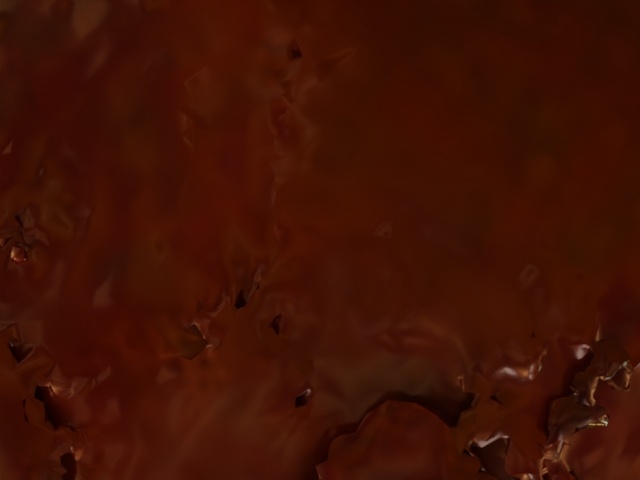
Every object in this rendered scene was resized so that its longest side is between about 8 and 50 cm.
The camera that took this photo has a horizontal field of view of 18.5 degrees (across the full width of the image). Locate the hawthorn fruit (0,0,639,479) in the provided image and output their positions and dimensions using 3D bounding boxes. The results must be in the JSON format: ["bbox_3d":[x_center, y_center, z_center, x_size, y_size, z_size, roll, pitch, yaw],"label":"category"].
[{"bbox_3d":[0.014,0.010,0.468,0.316,0.316,0.316,5,-127,-6],"label":"hawthorn fruit"}]
